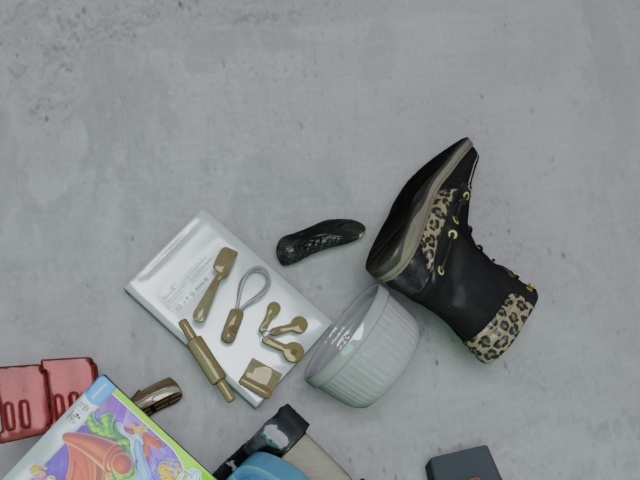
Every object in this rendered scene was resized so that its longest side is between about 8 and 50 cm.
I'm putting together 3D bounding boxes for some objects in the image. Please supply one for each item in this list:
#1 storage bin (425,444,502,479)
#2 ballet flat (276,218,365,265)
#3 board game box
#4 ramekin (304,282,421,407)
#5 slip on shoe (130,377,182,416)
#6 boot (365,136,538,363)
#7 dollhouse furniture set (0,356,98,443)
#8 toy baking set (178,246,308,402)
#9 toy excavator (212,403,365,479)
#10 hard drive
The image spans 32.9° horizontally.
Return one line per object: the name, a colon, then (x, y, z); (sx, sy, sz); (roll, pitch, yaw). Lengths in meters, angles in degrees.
storage bin: (0.244, 0.405, 1.837); (0.135, 0.098, 0.091); (-12, 65, -12)
ballet flat: (0.000, 0.000, 1.950); (0.173, 0.049, 0.057); (-15, 43, -16)
board game box: (-0.348, 0.398, 1.557); (0.233, 0.078, 0.347); (42, 78, 1)
ramekin: (0.077, 0.184, 1.819); (0.109, 0.207, 0.207); (38, 72, -5)
slip on shoe: (-0.300, 0.271, 1.815); (0.135, 0.051, 0.041); (-26, 56, -14)
boot: (0.259, 0.013, 1.923); (0.284, 0.138, 0.377); (43, 44, -11)
dollhouse furniture set: (-0.409, 0.372, 1.696); (0.152, 0.201, 0.374); (-7, 81, -11)
toy baking set: (-0.137, 0.147, 1.846); (0.197, 0.030, 0.256); (-35, 81, -19)
toy excavator: (-0.173, 0.516, 1.649); (0.222, 0.433, 0.445); (45, 44, 6)
hard drive: (-0.159, 0.115, 1.886); (0.307, 0.040, 0.203); (42, 72, 5)
